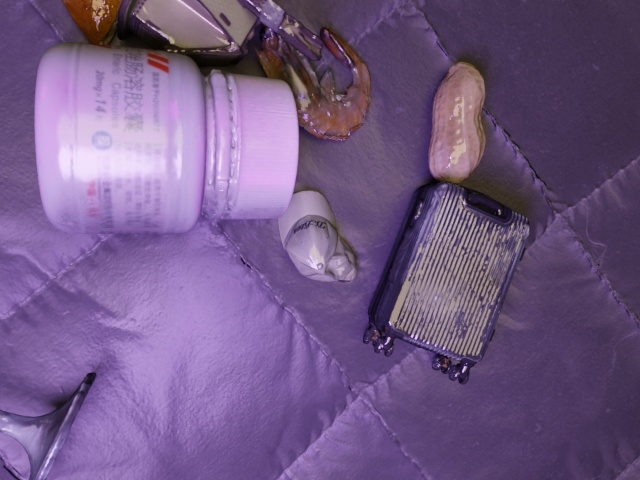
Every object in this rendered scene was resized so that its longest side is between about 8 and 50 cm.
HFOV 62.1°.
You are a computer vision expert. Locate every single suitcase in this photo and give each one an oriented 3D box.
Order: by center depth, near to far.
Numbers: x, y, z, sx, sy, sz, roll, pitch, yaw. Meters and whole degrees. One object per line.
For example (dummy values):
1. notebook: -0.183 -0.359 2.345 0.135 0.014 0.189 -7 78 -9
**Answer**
1. suitcase: 0.210 0.064 0.909 0.202 0.128 0.312 22 88 -11

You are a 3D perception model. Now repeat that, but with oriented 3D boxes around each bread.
1. bread: -0.359 -0.400 0.822 0.136 0.054 0.154 34 94 0

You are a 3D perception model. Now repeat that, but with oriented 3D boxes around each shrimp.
1. shrimp: -0.004 -0.290 0.898 0.173 0.058 0.253 -29 98 -16

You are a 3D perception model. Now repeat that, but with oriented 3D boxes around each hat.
1. hat: -0.002 -0.004 0.899 0.122 0.081 0.166 -10 84 -13

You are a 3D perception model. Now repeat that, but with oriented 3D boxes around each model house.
1. model house: -0.143 -0.335 0.814 0.278 0.218 0.205 29 87 -24

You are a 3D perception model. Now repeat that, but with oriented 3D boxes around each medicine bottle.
1. medicine bottle: -0.212 -0.136 0.759 0.324 0.256 0.256 0 92 -18

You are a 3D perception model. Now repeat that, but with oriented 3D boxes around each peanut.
1. peanut: 0.241 -0.203 0.925 0.098 0.090 0.215 4 92 1

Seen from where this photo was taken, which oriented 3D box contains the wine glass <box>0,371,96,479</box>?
1. wine glass: -0.544 0.205 0.717 0.405 0.267 0.267 26 87 -13
